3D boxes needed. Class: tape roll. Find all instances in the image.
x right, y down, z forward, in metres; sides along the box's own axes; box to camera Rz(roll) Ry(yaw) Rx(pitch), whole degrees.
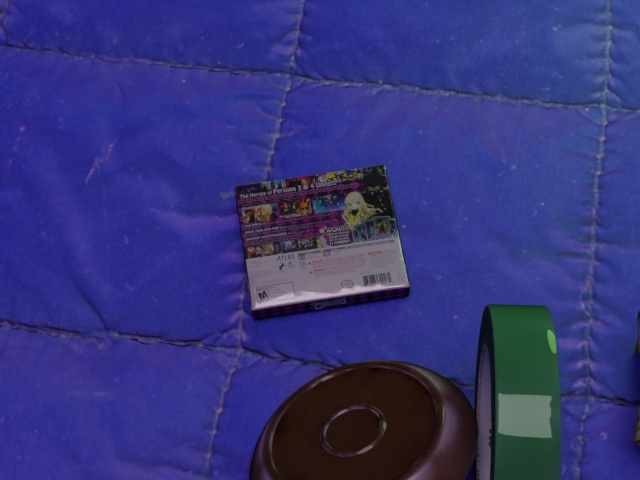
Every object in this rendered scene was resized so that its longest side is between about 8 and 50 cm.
[{"bbox_3d":[0.237,0.240,1.542,0.077,0.321,0.321,1,62,3],"label":"tape roll"}]

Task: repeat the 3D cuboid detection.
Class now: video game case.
[{"bbox_3d":[0.000,0.000,1.835,0.232,0.042,0.210,-9,62,-3],"label":"video game case"}]

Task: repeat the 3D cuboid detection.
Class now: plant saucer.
[{"bbox_3d":[0.047,0.258,1.615,0.310,0.050,0.311,-13,37,10],"label":"plant saucer"}]

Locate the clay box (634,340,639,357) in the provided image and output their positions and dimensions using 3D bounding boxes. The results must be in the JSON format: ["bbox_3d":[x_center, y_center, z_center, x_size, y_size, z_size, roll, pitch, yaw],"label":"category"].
[{"bbox_3d":[0.535,0.212,1.696,0.127,0.053,0.222,-19,62,-7],"label":"clay box"}]

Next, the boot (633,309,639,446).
[{"bbox_3d":[0.540,0.192,1.622,0.261,0.095,0.204,6,63,10],"label":"boot"}]
